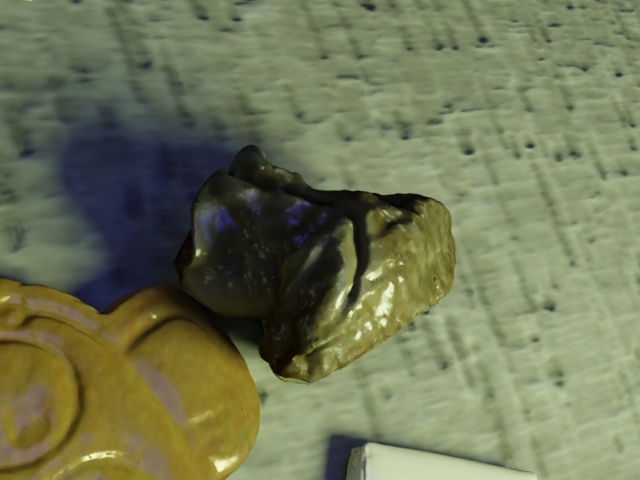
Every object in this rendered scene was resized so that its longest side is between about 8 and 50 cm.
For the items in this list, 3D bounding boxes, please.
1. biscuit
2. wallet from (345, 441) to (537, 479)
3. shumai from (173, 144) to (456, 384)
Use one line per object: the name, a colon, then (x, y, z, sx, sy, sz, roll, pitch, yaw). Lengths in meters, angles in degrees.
biscuit: (-0.202, 0.156, 0.667, 0.376, 0.051, 0.269, -33, 82, -36)
wallet: (0.104, 0.225, 0.808, 0.190, 0.033, 0.095, 14, 58, -23)
shumai: (0.001, -0.001, 0.773, 0.218, 0.184, 0.185, -29, 84, -44)
